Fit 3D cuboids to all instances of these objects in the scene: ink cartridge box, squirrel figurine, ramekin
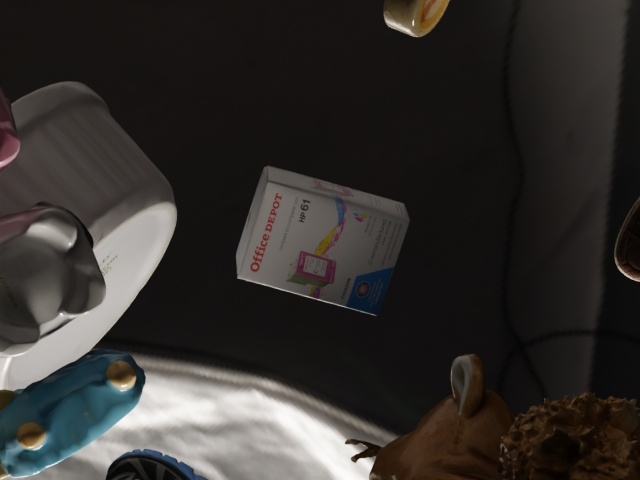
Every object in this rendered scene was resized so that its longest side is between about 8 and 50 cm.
[{"bbox_3d":[0.000,0.000,1.220,0.122,0.052,0.089,15,106,-7],"label":"ink cartridge box"},{"bbox_3d":[0.158,0.280,1.363,0.281,0.397,0.370,52,39,-19],"label":"squirrel figurine"},{"bbox_3d":[-0.234,0.013,1.239,0.273,0.127,0.273,-49,171,-11],"label":"ramekin"}]

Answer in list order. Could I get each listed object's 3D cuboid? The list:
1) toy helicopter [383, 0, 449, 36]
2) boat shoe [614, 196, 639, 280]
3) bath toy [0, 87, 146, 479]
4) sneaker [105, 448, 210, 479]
[{"bbox_3d":[0.142,-0.353,1.346,0.235,0.140,0.355,-21,135,-65],"label":"toy helicopter"},{"bbox_3d":[0.447,-0.056,1.796,0.257,0.095,0.095,-49,174,3],"label":"boat shoe"},{"bbox_3d":[-0.230,-0.036,0.860,0.151,0.129,0.348,-25,102,-16],"label":"bath toy"},{"bbox_3d":[-0.140,0.259,1.439,0.078,0.188,0.067,-49,144,-27],"label":"sneaker"}]
